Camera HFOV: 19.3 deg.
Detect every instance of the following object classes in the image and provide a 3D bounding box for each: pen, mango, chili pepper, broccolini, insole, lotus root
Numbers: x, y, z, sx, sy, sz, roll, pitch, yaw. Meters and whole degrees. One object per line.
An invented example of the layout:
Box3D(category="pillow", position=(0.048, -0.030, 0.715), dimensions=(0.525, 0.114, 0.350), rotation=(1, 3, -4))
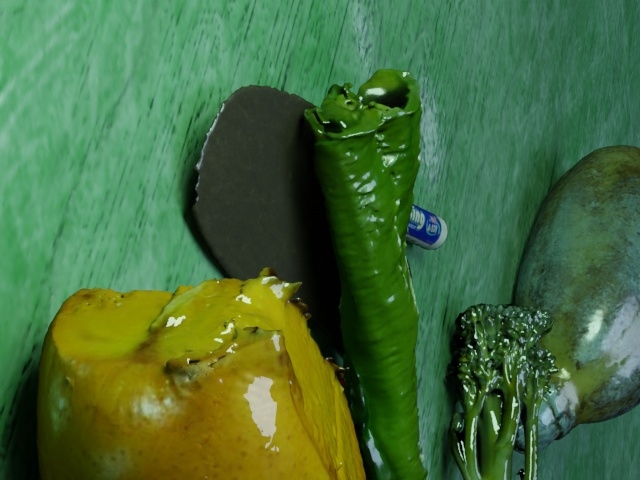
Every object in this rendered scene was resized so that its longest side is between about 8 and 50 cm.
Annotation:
Box3D(category="pen", position=(0.038, -0.020, 1.166), dimensions=(0.204, 0.025, 0.025), rotation=(22, 69, -67))
Box3D(category="mango", position=(-0.044, 0.113, 0.820), dimensions=(0.252, 0.126, 0.154), rotation=(74, 22, -46))
Box3D(category="chili pepper", position=(0.043, 0.072, 1.092), dimensions=(0.085, 0.076, 0.359), rotation=(-41, 133, -41))
Box3D(category="broccolini", position=(0.102, 0.234, 1.305), dimensions=(0.074, 0.078, 0.392), rotation=(50, 50, -74))
Box3D(category="insole", position=(0.000, 0.000, 1.061), dimensions=(0.111, 0.007, 0.328), rotation=(-67, 154, -13))
Box3D(category="lotus root", position=(0.230, 0.051, 1.502), dimensions=(0.322, 0.140, 0.158), rotation=(-62, 146, -46))
